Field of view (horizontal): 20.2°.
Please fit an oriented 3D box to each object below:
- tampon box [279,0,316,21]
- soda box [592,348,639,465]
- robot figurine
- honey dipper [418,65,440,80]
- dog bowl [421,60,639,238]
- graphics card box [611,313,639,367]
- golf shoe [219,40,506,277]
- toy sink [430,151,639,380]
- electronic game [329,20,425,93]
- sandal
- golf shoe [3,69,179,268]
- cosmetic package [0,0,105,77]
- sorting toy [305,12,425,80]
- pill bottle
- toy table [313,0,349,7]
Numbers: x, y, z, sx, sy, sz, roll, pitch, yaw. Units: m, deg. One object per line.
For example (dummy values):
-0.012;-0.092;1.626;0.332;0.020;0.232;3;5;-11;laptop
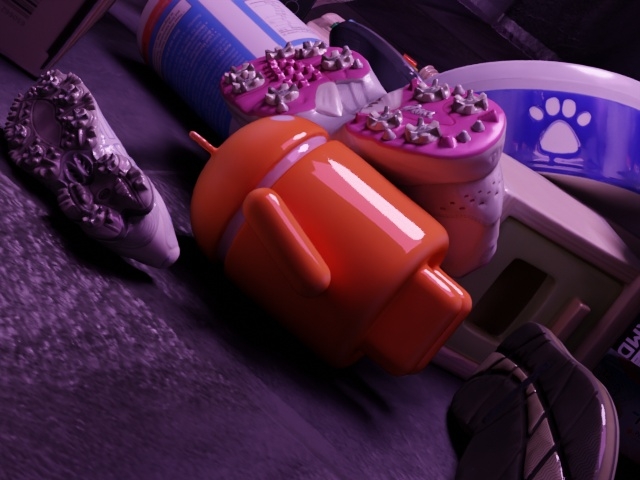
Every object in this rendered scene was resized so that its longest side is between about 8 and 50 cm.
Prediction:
-0.068;-0.253;1.793;0.120;0.161;0.101;34;15;-5;tampon box
0.290;0.160;1.538;0.183;0.063;0.058;33;16;-14;soda box
0.000;-0.001;1.238;0.219;0.128;0.158;40;46;13;robot figurine
0.187;-0.177;2.417;0.030;0.030;0.160;16;28;-54;honey dipper
0.196;-0.059;1.618;0.265;0.265;0.104;24;63;-40;dog bowl
0.422;0.169;1.761;0.371;0.094;0.233;36;14;0;graphics card box
0.025;-0.063;1.364;0.306;0.115;0.140;28;-41;51;golf shoe
0.168;0.041;1.454;0.234;0.153;0.131;29;16;-30;toy sink
0.086;-0.129;1.835;0.229;0.048;0.229;48;-10;11;electronic game
0.157;0.139;1.215;0.086;0.120;0.303;49;12;-11;sandal
-0.150;-0.041;1.187;0.176;0.069;0.086;54;2;41;golf shoe
-0.213;-0.251;1.479;0.129;0.153;0.296;37;16;-8;cosmetic package
0.072;-0.235;2.289;0.348;0.047;0.196;37;15;-1;sorting toy
-0.051;-0.138;1.556;0.221;0.124;0.124;46;17;29;pill bottle
-0.062;-0.297;1.953;0.274;0.161;0.252;44;16;22;toy table
